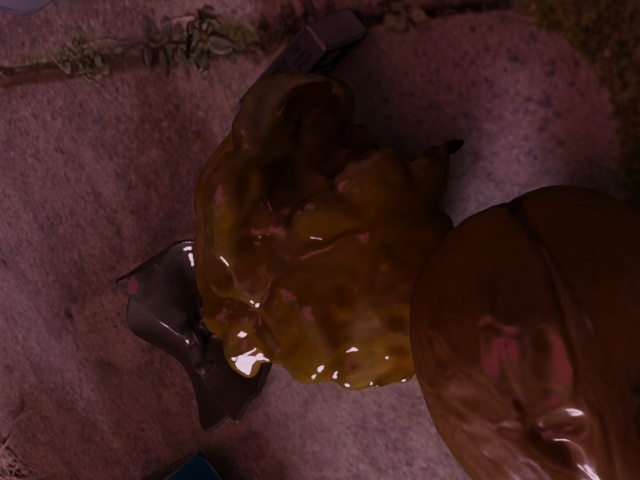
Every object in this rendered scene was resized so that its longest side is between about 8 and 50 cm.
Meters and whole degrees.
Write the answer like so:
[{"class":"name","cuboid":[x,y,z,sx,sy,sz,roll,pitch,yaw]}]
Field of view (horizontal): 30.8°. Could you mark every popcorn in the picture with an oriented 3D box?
[{"class":"popcorn","cuboid":[-0.003,-0.002,0.862,0.190,0.191,0.253,-148,49,-61]}]

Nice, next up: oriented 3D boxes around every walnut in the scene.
[{"class":"walnut","cuboid":[0.159,0.074,0.753,0.193,0.193,0.225,-14,113,45]}]

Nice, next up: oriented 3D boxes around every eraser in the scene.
[{"class":"eraser","cuboid":[-0.018,-0.129,0.893,0.029,0.052,0.122,55,136,5]}]

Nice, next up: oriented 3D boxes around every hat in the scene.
[{"class":"hat","cuboid":[-0.101,0.085,1.092,0.166,0.144,0.173,51,180,5]}]

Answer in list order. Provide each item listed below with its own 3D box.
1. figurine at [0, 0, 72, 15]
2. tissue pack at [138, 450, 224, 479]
[{"class":"figurine","cuboid":[-0.265,-0.300,0.941,0.236,0.176,0.133,66,164,-2]},{"class":"tissue pack","cuboid":[-0.126,0.371,1.213,0.269,0.137,0.209,54,136,0]}]
